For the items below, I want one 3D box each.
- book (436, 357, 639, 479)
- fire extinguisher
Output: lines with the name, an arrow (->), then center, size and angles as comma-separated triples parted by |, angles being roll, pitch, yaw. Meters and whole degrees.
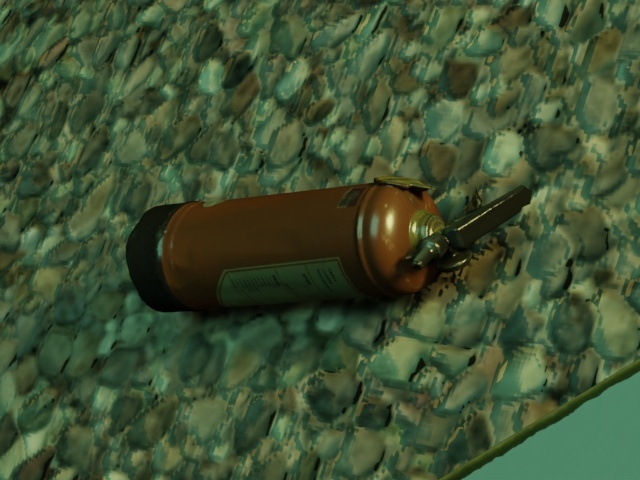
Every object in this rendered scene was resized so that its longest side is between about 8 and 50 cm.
book -> 0.121, 0.192, 0.290 | 0.260, 0.043, 0.371 | -32, 64, 11
fire extinguisher -> 0.000, 0.000, 0.680 | 0.177, 0.050, 0.062 | -5, 24, 37
